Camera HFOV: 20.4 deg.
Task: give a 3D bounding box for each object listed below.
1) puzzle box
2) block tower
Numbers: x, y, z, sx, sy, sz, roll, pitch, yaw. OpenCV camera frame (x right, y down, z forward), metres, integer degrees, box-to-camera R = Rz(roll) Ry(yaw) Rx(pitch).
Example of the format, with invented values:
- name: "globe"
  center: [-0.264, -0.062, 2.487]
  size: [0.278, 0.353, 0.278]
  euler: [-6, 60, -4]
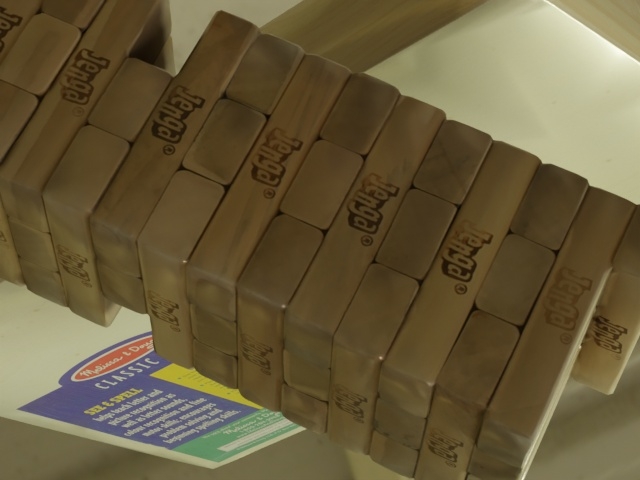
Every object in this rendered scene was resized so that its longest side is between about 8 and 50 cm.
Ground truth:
- name: "puzzle box"
  center: [0.000, 0.000, 0.856]
  size: [0.409, 0.272, 0.052]
  euler: [-27, -121, 31]
- name: "block tower"
  center: [-0.054, -0.022, 0.599]
  size: [0.335, 0.091, 0.097]
  euler: [23, -115, 9]
